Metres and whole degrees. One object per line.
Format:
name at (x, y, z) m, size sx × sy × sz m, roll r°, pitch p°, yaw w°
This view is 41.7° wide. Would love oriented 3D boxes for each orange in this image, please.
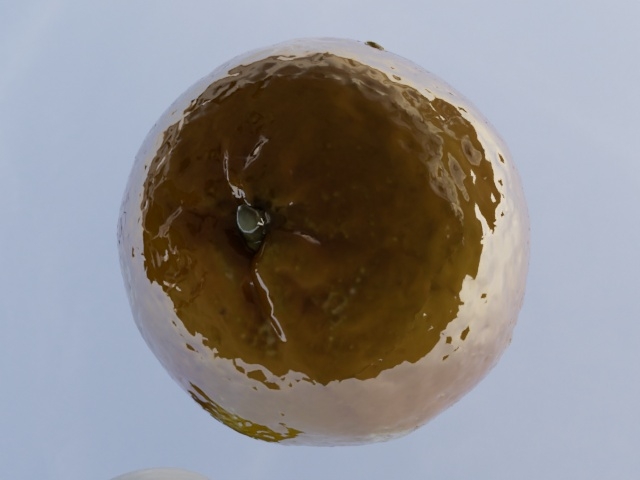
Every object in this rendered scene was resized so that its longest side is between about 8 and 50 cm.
orange at (0.002, 0.001, 0.448) m, size 0.219 × 0.193 × 0.220 m, roll 0°, pitch -88°, yaw -6°

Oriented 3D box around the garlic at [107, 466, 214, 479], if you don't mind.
garlic at (-0.153, 0.276, 0.700) m, size 0.203 × 0.281 × 0.185 m, roll 18°, pitch -99°, yaw -23°
